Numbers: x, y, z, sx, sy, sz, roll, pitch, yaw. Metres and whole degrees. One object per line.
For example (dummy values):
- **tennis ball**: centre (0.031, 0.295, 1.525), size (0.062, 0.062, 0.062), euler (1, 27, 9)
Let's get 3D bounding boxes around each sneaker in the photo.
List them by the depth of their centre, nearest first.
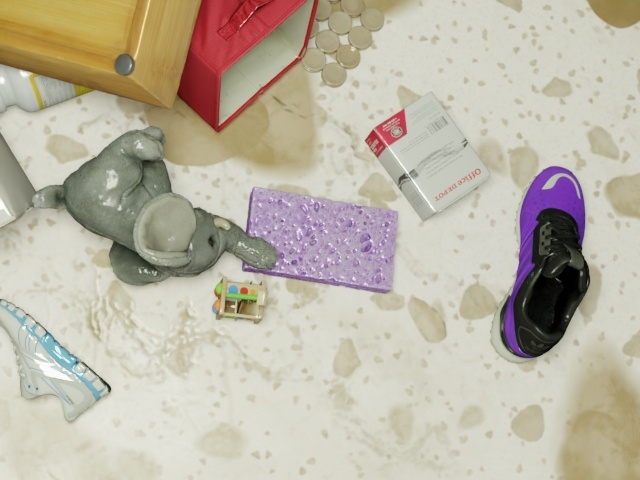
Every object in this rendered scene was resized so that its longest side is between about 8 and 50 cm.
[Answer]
- **sneaker**: centre (-0.360, 0.153, 1.257), size (0.191, 0.071, 0.083), euler (42, 78, 1)
- **sneaker**: centre (0.330, 0.025, 1.387), size (0.102, 0.146, 0.293), euler (17, 74, -7)

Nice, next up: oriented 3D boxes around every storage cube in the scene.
- **storage cube**: centre (-0.138, -0.300, 1.337), size (0.193, 0.215, 0.183), euler (44, 73, 7)

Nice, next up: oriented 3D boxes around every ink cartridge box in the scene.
- **ink cartridge box**: centre (0.153, -0.118, 1.428), size (0.109, 0.063, 0.150), euler (-33, 86, -17)

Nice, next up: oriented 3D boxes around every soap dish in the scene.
- **soap dish**: centre (-0.288, -0.303, 1.185), size (0.291, 0.118, 0.229), euler (16, 95, 11)

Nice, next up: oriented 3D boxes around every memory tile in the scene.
- **memory tile**: centre (0.019, -0.306, 1.472), size (0.113, 0.012, 0.148), euler (34, 72, -2)

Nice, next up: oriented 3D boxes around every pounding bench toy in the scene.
- **pounding bench toy**: centre (-0.107, 0.076, 1.317), size (0.065, 0.083, 0.052), euler (7, 76, -11)

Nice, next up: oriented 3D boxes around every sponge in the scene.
- **sponge**: centre (0.000, 0.000, 1.385), size (0.210, 0.031, 0.117), euler (9, 75, -10)

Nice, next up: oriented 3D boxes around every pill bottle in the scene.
- **pill bottle**: centre (-0.364, -0.232, 1.327), size (0.184, 0.103, 0.103), euler (-23, 82, -16)

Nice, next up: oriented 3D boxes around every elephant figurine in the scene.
- **elephant figurine**: centre (-0.201, -0.014, 1.273), size (0.186, 0.169, 0.239), euler (-36, 89, 8)

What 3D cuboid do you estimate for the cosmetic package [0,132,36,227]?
- **cosmetic package**: centre (-0.498, -0.159, 1.179), size (0.155, 0.197, 0.365), euler (-28, 98, -3)
